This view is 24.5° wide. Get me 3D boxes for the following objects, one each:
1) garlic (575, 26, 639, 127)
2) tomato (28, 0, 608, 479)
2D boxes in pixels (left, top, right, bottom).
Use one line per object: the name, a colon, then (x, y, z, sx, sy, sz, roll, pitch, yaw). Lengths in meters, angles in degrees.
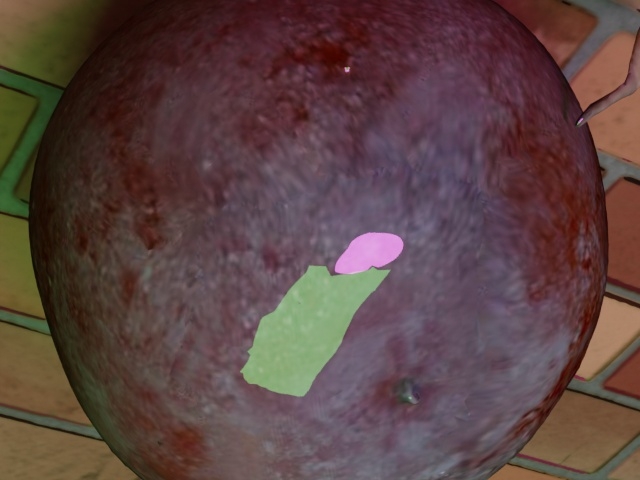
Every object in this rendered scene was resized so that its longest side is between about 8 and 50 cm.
garlic: (0.270, -0.183, 0.702, 0.338, 0.196, 0.151, -20, 121, 25)
tomato: (0.000, 0.000, 0.800, 0.317, 0.282, 0.316, -9, 121, -16)
